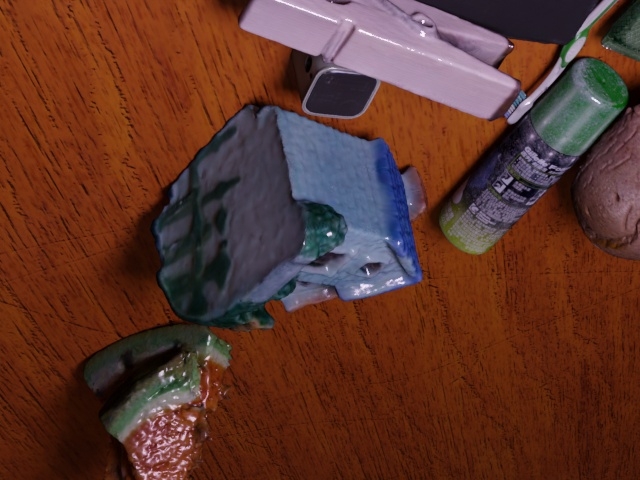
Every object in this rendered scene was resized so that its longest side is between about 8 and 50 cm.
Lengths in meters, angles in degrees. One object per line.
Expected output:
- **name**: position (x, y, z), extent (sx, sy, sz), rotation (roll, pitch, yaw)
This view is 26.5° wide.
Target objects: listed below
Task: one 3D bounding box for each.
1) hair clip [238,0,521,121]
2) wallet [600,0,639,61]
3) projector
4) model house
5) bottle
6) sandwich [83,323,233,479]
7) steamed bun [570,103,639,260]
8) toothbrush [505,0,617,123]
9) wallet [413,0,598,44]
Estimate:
- **hair clip**: position (0.069, -0.229, 1.527), extent (0.331, 0.101, 0.085), rotation (16, 144, -19)
- **wallet**: position (0.463, -0.299, 1.621), extent (0.160, 0.055, 0.236), rotation (9, 139, -32)
- **projector**: position (0.017, -0.202, 1.605), extent (0.083, 0.082, 0.083), rotation (4, 143, -21)
- **model house**: position (0.000, 0.000, 1.773), extent (0.329, 0.251, 0.295), rotation (10, 141, -39)
- **bottle**: position (0.280, -0.107, 1.813), extent (0.093, 0.093, 0.330), rotation (9, 141, -28)
- **sandwich**: position (-0.265, 0.281, 2.042), extent (0.250, 0.301, 0.162), rotation (-11, 164, 27)
- **steamed bun**: position (0.485, -0.076, 1.774), extent (0.251, 0.199, 0.301), rotation (-24, 157, -23)
- **toothbrush**: position (0.318, -0.246, 1.677), extent (0.030, 0.030, 0.304), rotation (11, 140, -30)
- **wallet**: position (0.198, -0.294, 1.571), extent (0.285, 0.030, 0.146), rotation (5, 139, -20)
